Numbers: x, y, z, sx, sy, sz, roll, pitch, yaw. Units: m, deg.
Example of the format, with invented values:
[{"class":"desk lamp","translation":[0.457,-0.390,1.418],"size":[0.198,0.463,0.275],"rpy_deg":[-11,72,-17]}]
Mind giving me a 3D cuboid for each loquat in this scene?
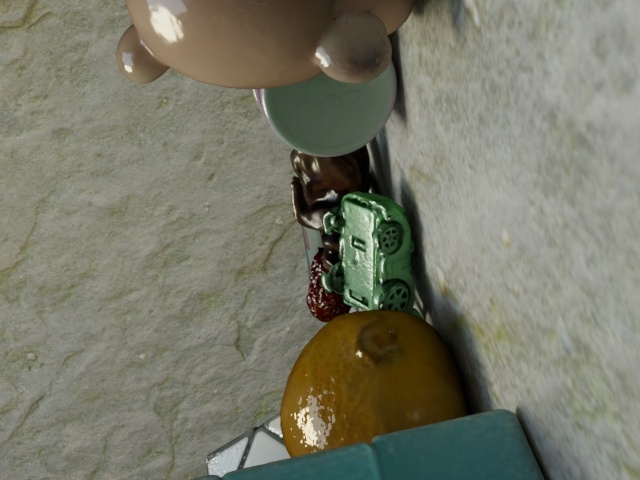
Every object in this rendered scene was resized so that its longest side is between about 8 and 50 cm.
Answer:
[{"class":"loquat","translation":[0.052,0.168,0.664],"size":[0.234,0.175,0.187],"rpy_deg":[87,-172,-48]}]

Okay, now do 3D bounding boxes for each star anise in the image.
[{"class":"star anise","translation":[0.017,-0.051,0.854],"size":[0.214,0.098,0.220],"rpy_deg":[-66,-34,-74]}]

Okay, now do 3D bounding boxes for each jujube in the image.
[{"class":"jujube","translation":[0.018,0.090,1.407],"size":[0.104,0.104,0.166],"rpy_deg":[-107,9,-55]}]

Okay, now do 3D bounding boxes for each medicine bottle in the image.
[{"class":"medicine bottle","translation":[-0.004,-0.164,0.693],"size":[0.168,0.135,0.135],"rpy_deg":[-113,12,-62]}]

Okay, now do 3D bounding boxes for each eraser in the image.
[{"class":"eraser","translation":[0.000,0.000,1.518],"size":[0.174,0.081,0.227],"rpy_deg":[-101,1,-53]}]

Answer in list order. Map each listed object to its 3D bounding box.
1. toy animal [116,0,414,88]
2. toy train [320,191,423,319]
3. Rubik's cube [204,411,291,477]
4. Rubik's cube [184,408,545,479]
[{"class":"toy animal","translation":[-0.035,-0.233,0.491],"size":[0.230,0.209,0.221],"rpy_deg":[-57,-34,-38]},{"class":"toy train","translation":[0.060,0.024,0.735],"size":[0.099,0.081,0.149],"rpy_deg":[22,118,49]},{"class":"Rubik's cube","translation":[0.013,0.321,0.845],"size":[0.205,0.207,0.205],"rpy_deg":[25,-140,-42]},{"class":"Rubik's cube","translation":[0.026,0.351,0.476],"size":[0.322,0.315,0.319],"rpy_deg":[-104,4,-45]}]
